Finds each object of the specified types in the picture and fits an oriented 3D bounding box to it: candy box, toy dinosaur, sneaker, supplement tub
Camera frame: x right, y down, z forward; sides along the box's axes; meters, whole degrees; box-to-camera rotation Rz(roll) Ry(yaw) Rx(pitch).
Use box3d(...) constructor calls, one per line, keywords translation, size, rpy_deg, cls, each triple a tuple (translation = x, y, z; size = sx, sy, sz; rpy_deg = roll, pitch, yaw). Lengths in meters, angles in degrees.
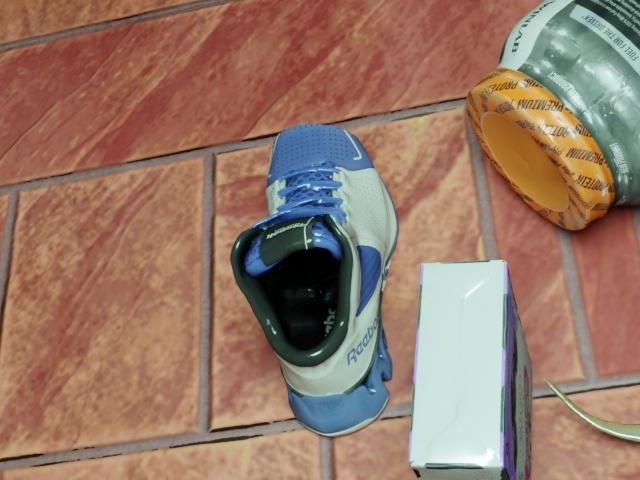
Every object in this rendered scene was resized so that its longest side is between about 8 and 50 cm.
box3d(translation=(0.125, 0.134, 0.843), size=(0.070, 0.196, 0.164), rpy_deg=(-3, 59, 16), cls="candy box")
box3d(translation=(0.300, 0.160, 0.868), size=(0.212, 0.064, 0.112), rpy_deg=(-7, 39, 2), cls="toy dinosaur")
box3d(translation=(0.000, 0.001, 0.972), size=(0.127, 0.182, 0.315), rpy_deg=(-9, 58, 10), cls="sneaker")
box3d(translation=(0.313, -0.173, 0.969), size=(0.338, 0.207, 0.207), rpy_deg=(-38, 56, -9), cls="supplement tub")
